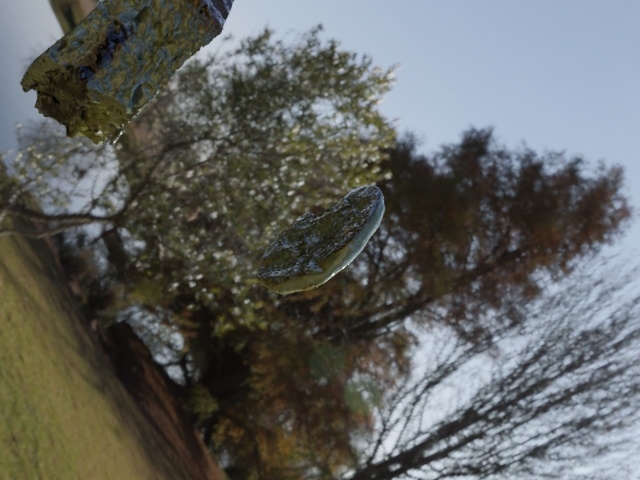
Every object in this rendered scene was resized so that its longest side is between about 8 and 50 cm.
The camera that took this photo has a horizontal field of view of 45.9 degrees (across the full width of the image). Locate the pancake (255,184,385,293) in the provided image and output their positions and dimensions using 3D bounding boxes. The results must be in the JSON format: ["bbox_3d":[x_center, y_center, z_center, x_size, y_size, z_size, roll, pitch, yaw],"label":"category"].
[{"bbox_3d":[0.000,0.000,1.232,0.037,0.253,0.253,54,-2,-23],"label":"pancake"}]

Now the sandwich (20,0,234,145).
[{"bbox_3d":[-0.237,-0.254,0.959,0.131,0.262,0.325,44,25,-21],"label":"sandwich"}]
